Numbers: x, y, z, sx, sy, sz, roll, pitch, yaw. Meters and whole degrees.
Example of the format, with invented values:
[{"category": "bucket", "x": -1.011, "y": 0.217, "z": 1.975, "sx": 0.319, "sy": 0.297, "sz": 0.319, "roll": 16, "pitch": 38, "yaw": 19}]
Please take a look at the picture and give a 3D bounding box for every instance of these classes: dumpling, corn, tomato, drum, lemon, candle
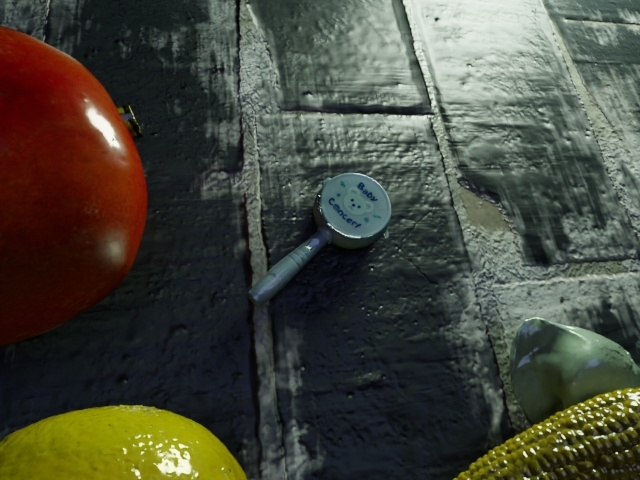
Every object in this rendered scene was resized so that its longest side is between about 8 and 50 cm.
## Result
[{"category": "dumpling", "x": 0.353, "y": 0.192, "z": 0.549, "sx": 0.219, "sy": 0.108, "sz": 0.152, "roll": 30, "pitch": 66, "yaw": 6}, {"category": "corn", "x": 0.274, "y": 0.259, "z": 0.475, "sx": 0.311, "sy": 0.101, "sz": 0.101, "roll": -29, "pitch": 74, "yaw": 8}, {"category": "tomato", "x": -0.353, "y": -0.052, "z": 0.425, "sx": 0.293, "sy": 0.290, "sz": 0.324, "roll": -7, "pitch": 70, "yaw": -41}, {"category": "drum", "x": -0.011, "y": -0.017, "z": 0.603, "sx": 0.253, "sy": 0.049, "sz": 0.130, "roll": -26, "pitch": 75, "yaw": -19}, {"category": "lemon", "x": -0.185, "y": 0.266, "z": 0.362, "sx": 0.264, "sy": 0.236, "sz": 0.235, "roll": 9, "pitch": 65, "yaw": -28}, {"category": "candle", "x": -0.331, "y": -0.152, "z": 0.603, "sx": 0.131, "sy": 0.052, "sz": 0.051, "roll": -27, "pitch": 75, "yaw": -17}]
